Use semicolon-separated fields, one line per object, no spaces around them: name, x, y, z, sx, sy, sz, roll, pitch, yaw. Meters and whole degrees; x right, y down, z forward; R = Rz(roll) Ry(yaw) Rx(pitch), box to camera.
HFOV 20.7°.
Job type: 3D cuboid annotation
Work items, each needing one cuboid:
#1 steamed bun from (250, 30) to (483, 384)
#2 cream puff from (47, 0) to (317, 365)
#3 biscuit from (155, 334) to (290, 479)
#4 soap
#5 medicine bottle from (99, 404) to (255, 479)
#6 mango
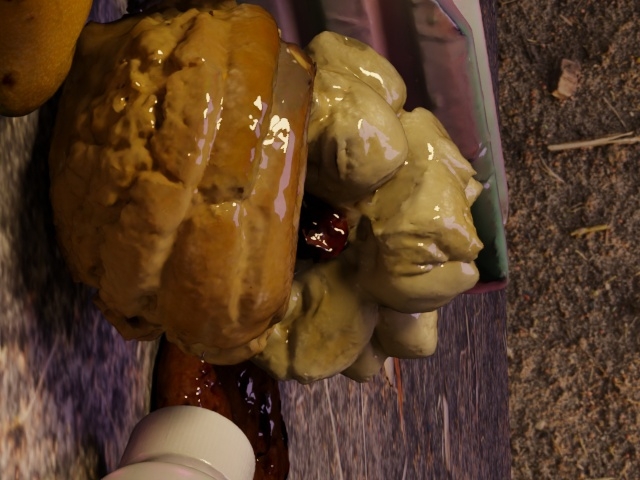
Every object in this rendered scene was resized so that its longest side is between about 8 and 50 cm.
steamed bun;0.000;0.000;0.994;0.192;0.177;0.106;49;34;-5
cream puff;-0.069;-0.037;0.852;0.189;0.129;0.189;-174;-90;-87
biscuit;-0.055;0.126;1.063;0.192;0.049;0.192;-4;90;-73
soap;0.002;-0.112;1.072;0.109;0.192;0.324;-82;162;-52
medicine bottle;-0.084;0.181;0.797;0.260;0.095;0.095;-79;161;-55
mango;-0.131;-0.138;0.732;0.190;0.075;0.098;81;30;-49
